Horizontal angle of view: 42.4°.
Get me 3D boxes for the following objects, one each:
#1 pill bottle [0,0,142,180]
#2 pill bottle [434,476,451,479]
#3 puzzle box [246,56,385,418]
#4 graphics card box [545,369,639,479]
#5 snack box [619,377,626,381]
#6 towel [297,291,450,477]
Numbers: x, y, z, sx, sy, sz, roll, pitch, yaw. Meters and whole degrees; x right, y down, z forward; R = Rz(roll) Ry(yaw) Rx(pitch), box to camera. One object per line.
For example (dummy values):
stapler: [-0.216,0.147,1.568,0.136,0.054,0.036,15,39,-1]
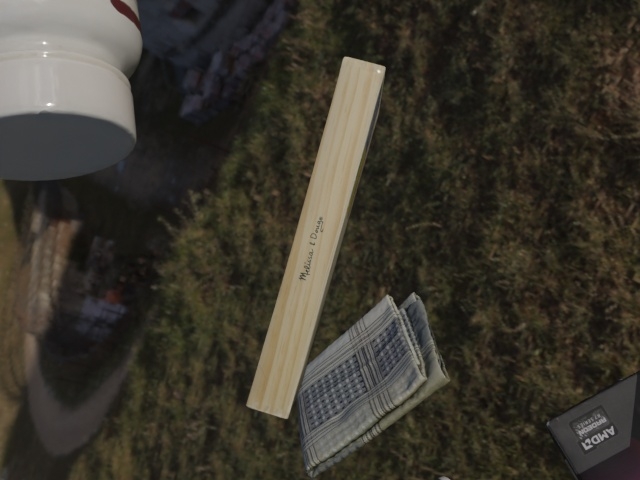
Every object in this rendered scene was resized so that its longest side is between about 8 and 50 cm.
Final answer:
pill bottle: [-0.315,-0.279,0.895,0.224,0.224,0.393,-28,66,51]
pill bottle: [0.161,0.518,1.457,0.119,0.208,0.119,57,165,26]
puzzle box: [0.000,0.000,1.037,0.272,0.052,0.409,54,-128,-86]
graphics card box: [0.389,0.266,0.702,0.232,0.094,0.371,-30,67,7]
snack box: [0.481,0.290,1.220,0.022,0.064,0.178,-13,82,59]
towel: [0.080,0.250,1.542,0.324,0.056,0.312,-39,21,13]
